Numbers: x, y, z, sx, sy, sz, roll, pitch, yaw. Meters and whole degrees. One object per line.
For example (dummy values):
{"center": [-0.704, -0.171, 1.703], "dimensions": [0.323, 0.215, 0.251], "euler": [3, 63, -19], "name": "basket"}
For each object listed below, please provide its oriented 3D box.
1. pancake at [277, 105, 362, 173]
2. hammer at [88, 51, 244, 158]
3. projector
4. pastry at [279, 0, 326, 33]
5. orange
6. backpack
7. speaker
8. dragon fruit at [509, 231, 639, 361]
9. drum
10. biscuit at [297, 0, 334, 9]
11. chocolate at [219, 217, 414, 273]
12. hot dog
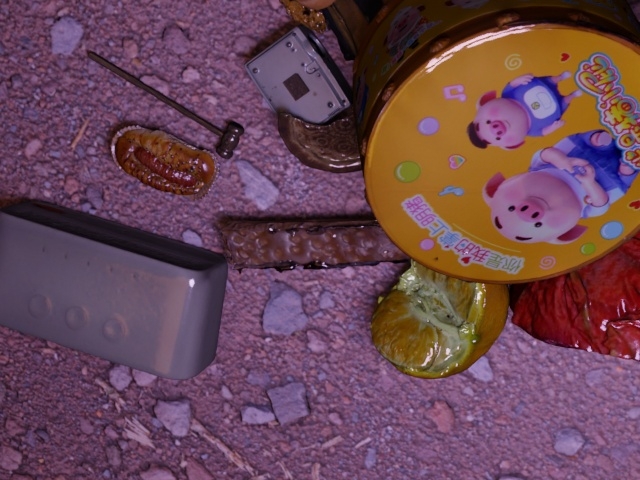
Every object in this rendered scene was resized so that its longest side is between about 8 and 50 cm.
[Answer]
{"center": [0.039, -0.174, 1.778], "dimensions": [0.184, 0.020, 0.190], "euler": [35, 119, -28], "name": "pancake"}
{"center": [-0.257, -0.229, 1.887], "dimensions": [0.292, 0.029, 0.058], "euler": [31, 110, 7], "name": "hammer"}
{"center": [-0.031, -0.244, 1.798], "dimensions": [0.115, 0.061, 0.147], "euler": [-33, 96, 20], "name": "projector"}
{"center": [-0.033, -0.382, 1.759], "dimensions": [0.140, 0.056, 0.080], "euler": [38, 124, 0], "name": "pastry"}
{"center": [0.197, 0.106, 1.776], "dimensions": [0.237, 0.158, 0.179], "euler": [-59, 41, 19], "name": "orange"}
{"center": [0.115, -0.313, 1.667], "dimensions": [0.206, 0.133, 0.258], "euler": [-41, 67, 38], "name": "backpack"}
{"center": [-0.360, 0.075, 1.924], "dimensions": [0.406, 0.183, 0.184], "euler": [16, 104, 11], "name": "speaker"}
{"center": [0.444, 0.070, 1.655], "dimensions": [0.240, 0.330, 0.302], "euler": [23, 111, -16], "name": "dragon fruit"}
{"center": [0.249, -0.163, 1.534], "dimensions": [0.431, 0.214, 0.431], "euler": [-2, 130, -2], "name": "drum"}
{"center": [-0.008, -0.512, 1.649], "dimensions": [0.275, 0.052, 0.355], "euler": [-33, 68, 32], "name": "biscuit"}
{"center": [0.002, -0.002, 1.857], "dimensions": [0.329, 0.065, 0.102], "euler": [-2, 138, 16], "name": "chocolate"}
{"center": [-0.255, -0.130, 1.898], "dimensions": [0.192, 0.053, 0.099], "euler": [22, 108, 6], "name": "hot dog"}
